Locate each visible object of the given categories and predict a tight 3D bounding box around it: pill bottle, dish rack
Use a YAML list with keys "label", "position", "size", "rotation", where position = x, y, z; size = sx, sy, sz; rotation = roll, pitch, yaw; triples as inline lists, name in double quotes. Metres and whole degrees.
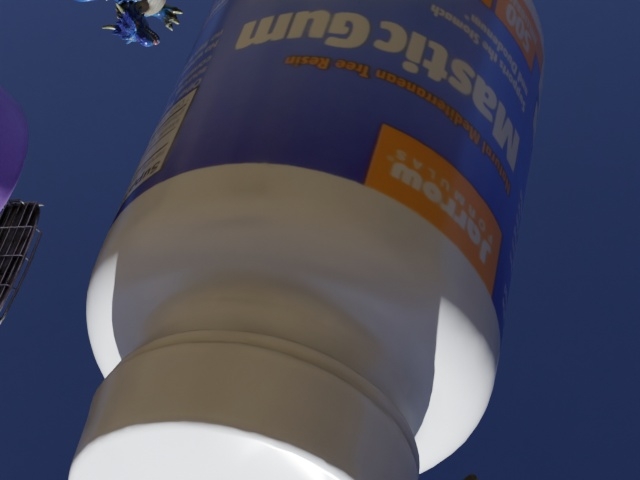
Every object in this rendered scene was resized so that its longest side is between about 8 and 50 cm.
- label: "pill bottle"
  position: [0.000, 0.000, 0.539]
  size: [0.152, 0.152, 0.272]
  rotation: [-3, -138, 18]
- label: "dish rack"
  position: [-0.414, 0.049, 1.600]
  size: [0.271, 0.074, 0.208]
  rotation: [-3, -121, 42]

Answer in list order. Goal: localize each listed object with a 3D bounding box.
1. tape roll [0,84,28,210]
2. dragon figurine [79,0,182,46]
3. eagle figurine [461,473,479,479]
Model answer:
- label: "tape roll"
  position: [-0.441, -0.076, 1.446]
  size: [0.275, 0.090, 0.275]
  rotation: [-18, -131, 22]
- label: "dragon figurine"
  position: [-0.240, -0.307, 1.569]
  size: [0.289, 0.085, 0.144]
  rotation: [42, -159, 32]
- label: "eagle figurine"
  position: [0.195, 0.373, 1.172]
  size: [0.225, 0.226, 0.298]
  rotation: [-17, -142, 4]
